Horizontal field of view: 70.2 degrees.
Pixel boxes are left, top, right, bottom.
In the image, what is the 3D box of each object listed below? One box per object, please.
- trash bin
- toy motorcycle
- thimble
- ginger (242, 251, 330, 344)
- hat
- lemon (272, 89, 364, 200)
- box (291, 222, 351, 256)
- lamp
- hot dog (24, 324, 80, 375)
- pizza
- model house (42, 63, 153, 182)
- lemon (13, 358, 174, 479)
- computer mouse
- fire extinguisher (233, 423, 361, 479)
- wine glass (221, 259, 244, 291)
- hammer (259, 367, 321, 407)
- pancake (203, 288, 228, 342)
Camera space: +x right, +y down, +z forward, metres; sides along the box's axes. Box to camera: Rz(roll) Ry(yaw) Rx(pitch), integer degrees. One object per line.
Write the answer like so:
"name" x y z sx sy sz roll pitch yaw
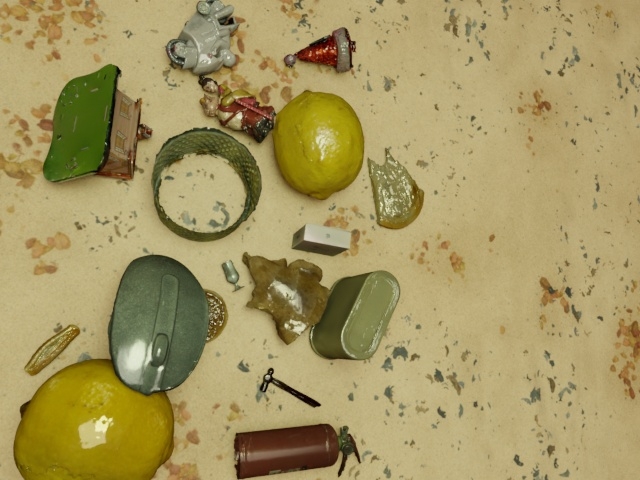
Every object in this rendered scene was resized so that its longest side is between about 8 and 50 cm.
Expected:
"trash bin" 0.084 0.196 1.181 0.121 0.247 0.244 30 73 -9
"toy motorcycle" -0.310 -0.556 1.280 0.170 0.110 0.260 40 62 -25
"thimble" -0.294 -0.136 1.170 0.270 0.150 0.271 4 78 -19
"ginger" -0.098 0.121 1.199 0.218 0.123 0.270 -39 92 -22
"hat" -0.002 -0.575 1.393 0.227 0.129 0.140 -11 41 -4
"lemon" -0.002 -0.260 1.241 0.260 0.260 0.284 10 70 -16
"box" 0.000 0.000 1.252 0.129 0.130 0.051 10 75 -16
"lamp" -0.246 -0.365 1.249 0.253 0.118 0.119 27 72 0
"hot dog" -0.619 0.247 1.050 0.137 0.028 0.044 -49 123 -18
"pizza" 0.232 -0.167 1.415 0.180 0.034 0.262 -13 84 -20
"model house" -0.540 -0.259 1.138 0.206 0.154 0.294 -10 69 23
"lemon" -0.456 0.393 0.943 0.296 0.297 0.298 4 78 -18
"computer mouse" -0.357 0.153 1.010 0.203 0.114 0.374 19 33 -32
"fire extinguisher" -0.047 0.543 1.152 0.336 0.106 0.148 3 104 -18
"wine glass" -0.232 0.093 1.203 0.038 0.042 0.083 -24 86 3
"hammer" -0.077 0.405 1.208 0.178 0.021 0.065 33 71 -13
"pancake" -0.315 0.192 1.163 0.158 0.028 0.158 4 77 -19
